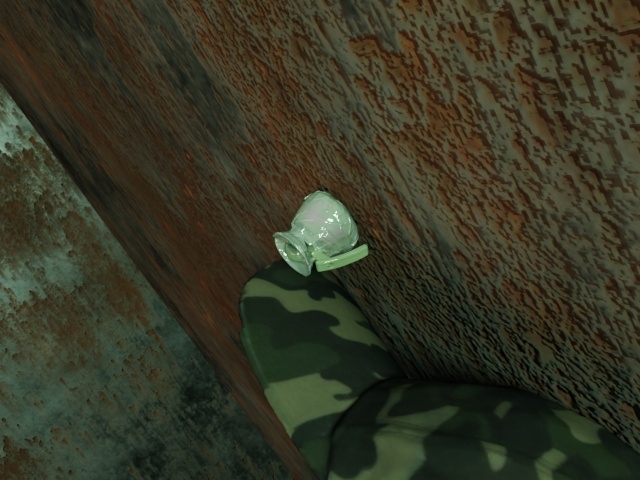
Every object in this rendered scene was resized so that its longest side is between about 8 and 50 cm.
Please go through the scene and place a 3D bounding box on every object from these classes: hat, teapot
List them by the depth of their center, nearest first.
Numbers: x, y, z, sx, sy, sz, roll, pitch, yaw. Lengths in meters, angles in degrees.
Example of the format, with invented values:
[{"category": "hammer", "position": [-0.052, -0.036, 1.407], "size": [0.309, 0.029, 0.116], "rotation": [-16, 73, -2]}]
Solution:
[{"category": "hat", "position": [0.111, 0.144, 0.553], "size": [0.366, 0.257, 0.382], "rotation": [44, -154, -50]}, {"category": "teapot", "position": [0.000, 0.000, 0.598], "size": [0.083, 0.064, 0.064], "rotation": [36, 155, 34]}]
